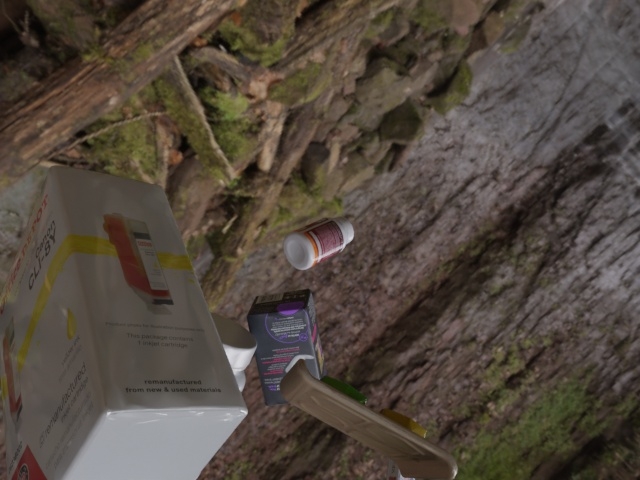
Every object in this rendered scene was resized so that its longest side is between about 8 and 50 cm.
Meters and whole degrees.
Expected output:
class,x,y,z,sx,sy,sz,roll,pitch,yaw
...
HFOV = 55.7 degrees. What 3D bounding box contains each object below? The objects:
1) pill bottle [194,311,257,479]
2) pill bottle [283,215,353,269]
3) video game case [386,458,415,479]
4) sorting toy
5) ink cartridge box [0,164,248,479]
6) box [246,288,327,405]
class,x,y,z,sx,sy,sz,roll,pitch,yaw
pill bottle,-0.326,0.389,1.520,0.392,0.224,0.224,-63,170,9
pill bottle,0.000,0.000,1.306,0.152,0.086,0.086,-25,162,-41
video game case,0.131,0.457,0.947,0.023,0.201,0.183,-6,-140,20
sorting toy,0.049,0.215,0.733,0.038,0.208,0.193,-56,177,-23
ink cartridge box,-0.276,0.134,0.752,0.161,0.384,0.279,11,125,-39
box,-0.086,0.287,1.639,0.166,0.270,0.143,-8,-165,6
